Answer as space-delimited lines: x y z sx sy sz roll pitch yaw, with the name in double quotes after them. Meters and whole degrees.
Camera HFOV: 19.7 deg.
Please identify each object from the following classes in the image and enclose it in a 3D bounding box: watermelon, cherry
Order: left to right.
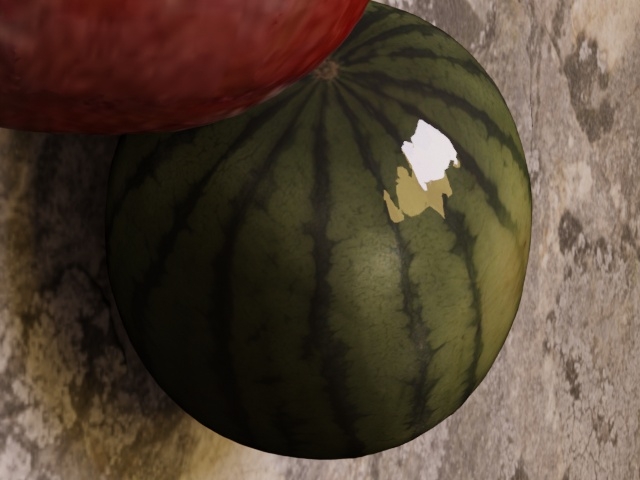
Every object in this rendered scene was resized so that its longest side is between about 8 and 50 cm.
-0.132 -0.204 0.981 0.326 0.335 0.291 -105 -172 -52 "cherry"
0.000 0.000 1.205 0.359 0.278 0.279 85 24 -52 "watermelon"
